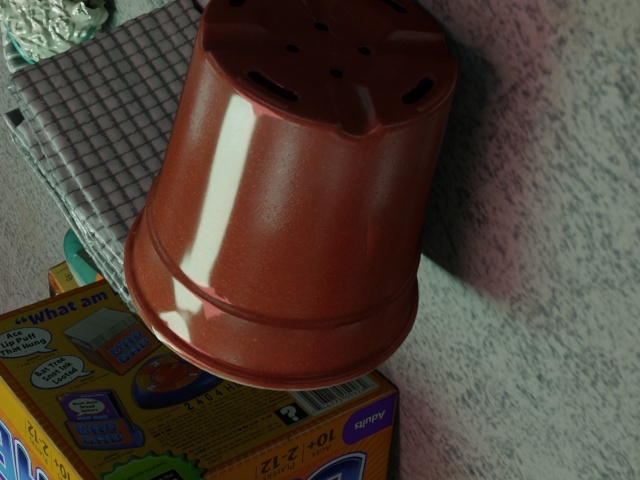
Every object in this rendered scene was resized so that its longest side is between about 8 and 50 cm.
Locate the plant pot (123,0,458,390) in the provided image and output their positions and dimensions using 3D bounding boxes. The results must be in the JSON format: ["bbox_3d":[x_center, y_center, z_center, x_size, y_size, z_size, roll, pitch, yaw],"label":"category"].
[{"bbox_3d":[-0.017,-0.063,0.978,0.272,0.272,0.265,47,142,28],"label":"plant pot"}]

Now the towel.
[{"bbox_3d":[-0.171,-0.089,1.235,0.284,0.235,0.121,52,158,19],"label":"towel"}]

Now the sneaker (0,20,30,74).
[{"bbox_3d":[-0.426,-0.300,1.672,0.132,0.086,0.229,-16,91,68],"label":"sneaker"}]

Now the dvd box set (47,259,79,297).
[{"bbox_3d":[-0.350,0.269,2.100,0.420,0.062,0.307,49,152,24],"label":"dvd box set"}]

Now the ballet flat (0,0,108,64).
[{"bbox_3d":[-0.388,-0.410,1.464,0.409,0.147,0.147,59,154,-1],"label":"ballet flat"}]

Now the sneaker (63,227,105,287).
[{"bbox_3d":[-0.259,0.062,1.695,0.302,0.108,0.121,43,149,17],"label":"sneaker"}]

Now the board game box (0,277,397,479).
[{"bbox_3d":[-0.172,0.275,1.392,0.356,0.356,0.356,38,136,39],"label":"board game box"}]
